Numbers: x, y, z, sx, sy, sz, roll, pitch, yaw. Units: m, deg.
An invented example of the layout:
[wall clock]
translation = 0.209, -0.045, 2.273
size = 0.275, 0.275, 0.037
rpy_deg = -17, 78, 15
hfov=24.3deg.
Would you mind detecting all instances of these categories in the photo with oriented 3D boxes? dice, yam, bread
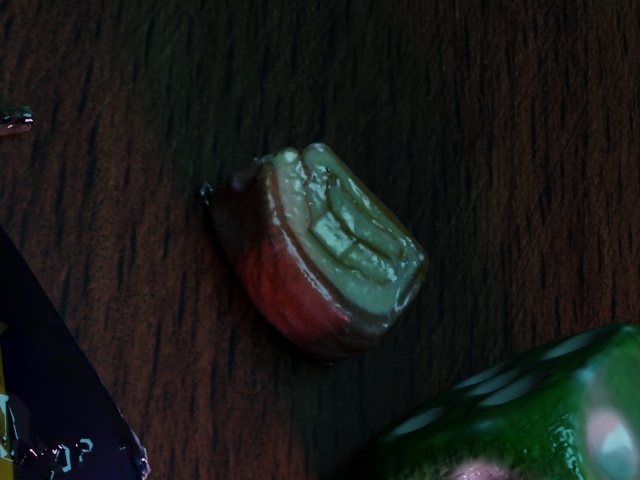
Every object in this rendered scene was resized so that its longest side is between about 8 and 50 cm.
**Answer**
[dice]
translation = 0.234, 0.266, 1.443
size = 0.300, 0.287, 0.297
rpy_deg = -26, 88, -47
[yam]
translation = -0.324, -0.106, 1.347
size = 0.129, 0.033, 0.027
rpy_deg = -8, 99, -39
[bread]
translation = -0.006, 0.007, 1.494
size = 0.244, 0.123, 0.190
rpy_deg = 42, 47, -14

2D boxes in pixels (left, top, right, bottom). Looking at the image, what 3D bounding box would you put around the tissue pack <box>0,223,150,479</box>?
[tissue pack]
translation = -0.361, 0.169, 0.993
size = 0.416, 0.253, 0.264
rpy_deg = -28, 86, -48
